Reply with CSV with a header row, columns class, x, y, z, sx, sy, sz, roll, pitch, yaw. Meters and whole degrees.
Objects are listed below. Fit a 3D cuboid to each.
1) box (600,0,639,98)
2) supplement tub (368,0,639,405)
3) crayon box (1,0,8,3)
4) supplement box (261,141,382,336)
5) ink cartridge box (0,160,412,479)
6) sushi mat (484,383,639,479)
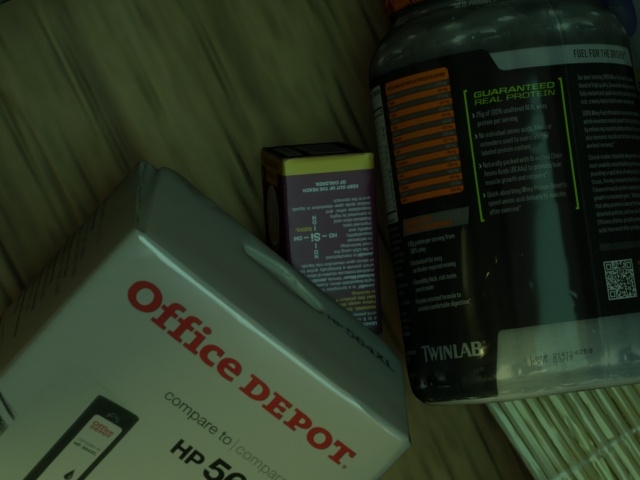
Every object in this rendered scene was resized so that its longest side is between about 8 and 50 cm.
class,x,y,z,sx,sy,sz,roll,pitch,yaw
box,0.150,-0.106,0.838,0.043,0.105,0.179,-31,104,-15
supplement tub,0.085,-0.028,0.816,0.117,0.117,0.190,-6,86,-14
crayon box,-0.124,-0.250,0.760,0.165,0.081,0.278,-24,102,-11
supplement box,0.000,0.000,0.840,0.043,0.055,0.083,-5,98,-12
ink cartridge box,-0.083,0.092,0.787,0.148,0.086,0.203,38,106,-15
sushi mat,0.200,0.130,0.877,0.151,0.019,0.316,-32,86,-8
